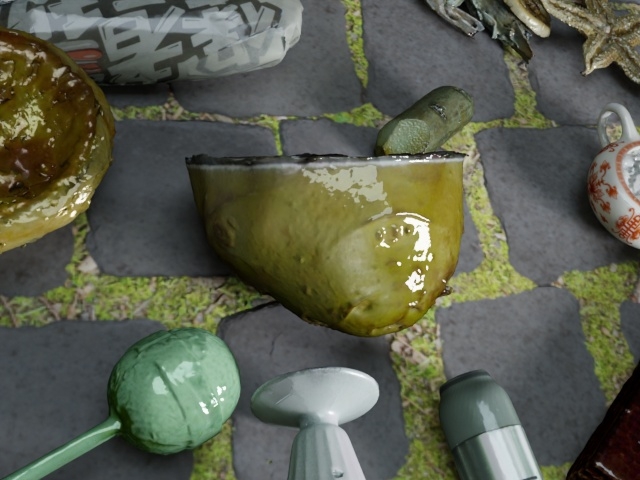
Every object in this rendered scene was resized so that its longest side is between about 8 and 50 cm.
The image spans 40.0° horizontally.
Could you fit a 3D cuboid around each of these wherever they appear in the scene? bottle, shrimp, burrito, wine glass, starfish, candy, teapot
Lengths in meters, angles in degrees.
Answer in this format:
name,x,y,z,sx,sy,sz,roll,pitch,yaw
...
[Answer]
name,x,y,z,sx,sy,sz,roll,pitch,yaw
bottle,0.193,0.257,0.890,0.096,0.079,0.253,19,44,-52
shrimp,0.228,-0.337,1.291,0.126,0.047,0.223,-27,70,-26
burrito,-0.229,-0.255,1.076,0.445,0.101,0.139,-7,59,-21
wine glass,0.003,0.229,0.805,0.165,0.165,0.196,1,54,-16
starfish,0.452,-0.311,1.329,0.295,0.048,0.231,37,50,-1
candy,-0.258,0.207,0.762,0.440,0.119,0.119,-29,70,-29
teapot,0.418,-0.070,1.140,0.159,0.116,0.245,-19,68,-12

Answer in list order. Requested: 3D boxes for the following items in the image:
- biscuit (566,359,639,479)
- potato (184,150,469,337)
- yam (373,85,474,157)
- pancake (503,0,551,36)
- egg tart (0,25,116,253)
name,x,y,z,sx,sy,sz,roll,pitch,yaw
biscuit,0.417,0.171,1.009,0.107,0.073,0.388,39,57,11
potato,0.000,0.000,0.926,0.300,0.246,0.196,2,95,15
yam,0.133,-0.145,1.128,0.070,0.070,0.146,44,56,13
pancake,0.303,-0.358,1.306,0.139,0.022,0.139,33,39,-31
egg tart,-0.361,-0.096,0.929,0.290,0.115,0.290,7,59,-12
